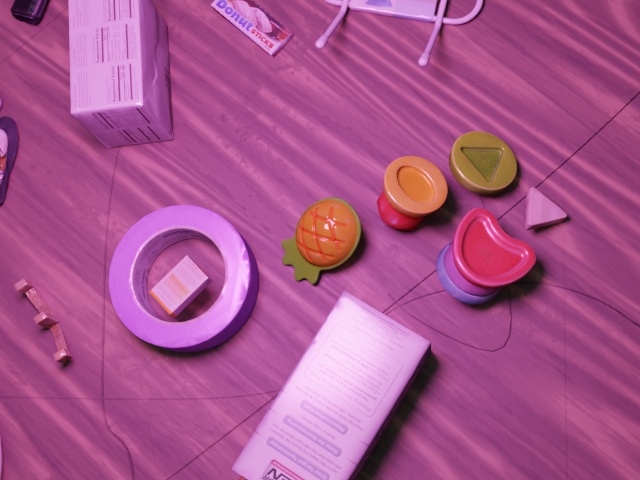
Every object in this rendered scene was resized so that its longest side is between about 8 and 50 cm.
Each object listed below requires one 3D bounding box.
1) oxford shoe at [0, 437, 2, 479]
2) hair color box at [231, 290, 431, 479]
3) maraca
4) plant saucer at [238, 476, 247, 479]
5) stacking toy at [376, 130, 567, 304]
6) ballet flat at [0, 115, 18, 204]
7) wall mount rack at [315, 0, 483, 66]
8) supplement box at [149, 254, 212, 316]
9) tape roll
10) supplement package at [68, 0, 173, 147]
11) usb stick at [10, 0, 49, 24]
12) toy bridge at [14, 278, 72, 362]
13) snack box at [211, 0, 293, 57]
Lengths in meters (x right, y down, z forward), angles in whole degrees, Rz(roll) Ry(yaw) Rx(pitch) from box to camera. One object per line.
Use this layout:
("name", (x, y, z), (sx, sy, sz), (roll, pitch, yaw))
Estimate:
("oxford shoe", (-0.708, 0.329, 1.729), (0.169, 0.130, 0.449), (-8, 77, 5))
("hair color box", (0.026, 0.301, 1.628), (0.185, 0.113, 0.374), (30, 80, 14))
("maraca", (0.000, 0.000, 1.722), (0.186, 0.099, 0.127), (-45, 71, 23))
("plant saucer", (-0.123, 0.469, 1.666), (0.084, 0.015, 0.083), (-2, 77, 8))
("stacking toy", (0.276, -0.043, 1.710), (0.280, 0.130, 0.309), (-33, 76, -28))
("ballet flat", (-0.670, -0.169, 1.871), (0.074, 0.074, 0.203), (3, 77, 9))
("wall mount rack", (0.138, -0.478, 1.795), (0.350, 0.130, 0.304), (12, 79, 12))
("supplement box", (-0.257, 0.085, 1.674), (0.098, 0.036, 0.062), (-44, 74, -3))
("tape roll", (-0.260, 0.074, 1.743), (0.275, 0.090, 0.274), (-2, 77, 9))
("supplement package", (-0.395, -0.344, 1.802), (0.145, 0.204, 0.261), (-6, 76, 6))
("usb stick", (-0.594, -0.601, 1.976), (0.077, 0.045, 0.277), (16, 80, 19))
("toy bridge", (-0.537, 0.156, 1.776), (0.026, 0.063, 0.188), (-34, 73, -1))
("snack box", (-0.143, -0.457, 1.886), (0.178, 0.022, 0.064), (41, 87, 15))
